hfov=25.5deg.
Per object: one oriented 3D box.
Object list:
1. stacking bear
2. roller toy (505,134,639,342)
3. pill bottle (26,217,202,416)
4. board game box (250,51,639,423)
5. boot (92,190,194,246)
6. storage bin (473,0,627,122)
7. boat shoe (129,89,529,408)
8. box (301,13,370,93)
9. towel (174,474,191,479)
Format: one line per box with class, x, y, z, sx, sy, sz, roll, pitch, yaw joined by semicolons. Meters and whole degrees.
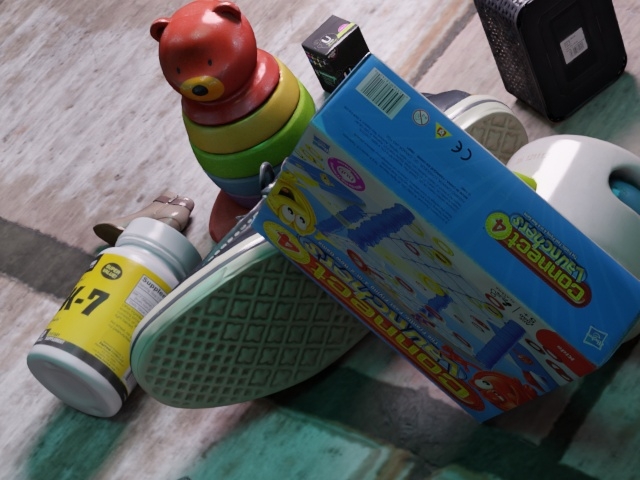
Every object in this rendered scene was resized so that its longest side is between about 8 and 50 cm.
stacking bear;-0.090;-0.148;1.612;0.175;0.289;0.164;-6;48;23
roller toy;0.250;-0.001;1.377;0.191;0.209;0.146;18;58;23
pill bottle;-0.226;0.083;1.590;0.119;0.119;0.208;10;55;34
board game box;0.100;0.014;1.266;0.308;0.302;0.086;40;70;2
boot;-0.214;-0.027;1.749;0.118;0.042;0.087;15;52;35
storage bin;0.261;-0.239;1.598;0.122;0.180;0.084;-37;43;-9
boat shoe;0.000;0.000;1.516;0.500;0.187;0.156;-38;39;-17
box;0.025;-0.229;1.780;0.062;0.083;0.052;-44;45;-17
towel;-0.176;0.330;1.398;0.144;0.029;0.197;-25;43;3
